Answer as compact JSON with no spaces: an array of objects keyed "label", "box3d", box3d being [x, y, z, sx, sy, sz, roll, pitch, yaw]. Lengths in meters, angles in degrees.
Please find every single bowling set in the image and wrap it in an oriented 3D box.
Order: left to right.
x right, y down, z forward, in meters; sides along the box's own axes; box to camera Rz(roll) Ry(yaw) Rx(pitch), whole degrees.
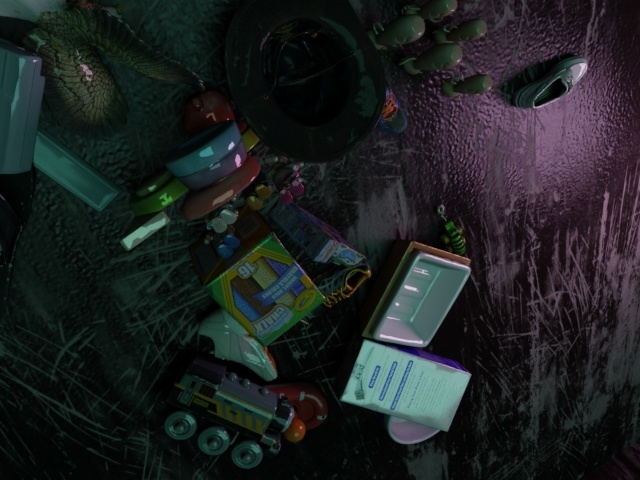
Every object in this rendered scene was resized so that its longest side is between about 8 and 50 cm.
[{"label":"bowling set","box3d":[0.252,-0.441,1.047,0.287,0.154,0.199,26,84,-32]}]

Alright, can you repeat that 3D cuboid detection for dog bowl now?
[{"label":"dog bowl","box3d":[0.307,0.514,1.585,0.265,0.104,0.264,-11,120,-20]}]

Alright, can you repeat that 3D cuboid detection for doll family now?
[{"label":"doll family","box3d":[-0.161,-0.103,0.996,0.263,0.163,0.118,-39,125,5]}]

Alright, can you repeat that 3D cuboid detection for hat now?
[{"label":"hat","box3d":[-0.042,-0.311,0.958,0.332,0.134,0.331,-4,99,-25]}]

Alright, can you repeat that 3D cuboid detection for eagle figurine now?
[{"label":"eagle figurine","box3d":[-0.353,-0.308,0.782,0.225,0.226,0.298,-43,123,-24]}]

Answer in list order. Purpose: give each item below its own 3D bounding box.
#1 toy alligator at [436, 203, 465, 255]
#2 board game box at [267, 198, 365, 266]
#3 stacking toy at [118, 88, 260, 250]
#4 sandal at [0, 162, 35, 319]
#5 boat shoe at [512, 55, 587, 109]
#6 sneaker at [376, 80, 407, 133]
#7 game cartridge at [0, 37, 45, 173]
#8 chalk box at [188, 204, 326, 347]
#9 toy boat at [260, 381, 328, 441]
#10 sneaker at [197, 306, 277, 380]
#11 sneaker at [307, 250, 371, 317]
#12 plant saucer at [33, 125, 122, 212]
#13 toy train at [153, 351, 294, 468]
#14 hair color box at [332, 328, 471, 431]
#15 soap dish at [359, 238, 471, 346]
[{"label":"toy alligator","box3d":[0.363,-0.017,1.359,0.056,0.051,0.189,-34,125,-6]},{"label":"board game box","box3d":[0.000,0.000,1.107,0.194,0.194,0.060,31,100,-34]},{"label":"stacking toy","box3d":[-0.251,-0.143,0.869,0.280,0.309,0.130,-29,117,3]},{"label":"sandal","box3d":[-0.599,-0.017,0.861,0.168,0.107,0.445,5,114,-25]},{"label":"boat shoe","box3d":[0.601,-0.390,1.259,0.226,0.076,0.083,-34,126,-6]},{"label":"sneaker","box3d":[0.120,-0.306,1.067,0.083,0.087,0.221,-47,125,4]},{"label":"game cartridge","box3d":[-0.534,-0.217,0.710,0.294,0.060,0.196,25,114,12]},{"label":"chalk box","box3d":[-0.125,0.095,1.108,0.179,0.180,0.289,-37,124,-4]},{"label":"toy boat","box3d":[-0.084,0.483,1.351,0.231,0.151,0.150,2,115,-26]},{"label":"sneaker","box3d":[-0.203,0.262,1.223,0.121,0.099,0.262,-29,117,0]},{"label":"sneaker","box3d":[0.040,0.119,1.260,0.215,0.083,0.084,-47,127,5]},{"label":"plant saucer","box3d":[-0.467,-0.128,0.924,0.067,0.018,0.192,-44,127,2]},{"label":"toy train","box3d":[-0.229,0.414,1.213,0.334,0.142,0.190,28,101,-9]},{"label":"hair color box","box3d":[0.227,0.393,1.400,0.339,0.110,0.185,20,94,-13]},{"label":"soap dish","box3d":[0.250,0.142,1.350,0.229,0.118,0.290,15,108,-31]}]
